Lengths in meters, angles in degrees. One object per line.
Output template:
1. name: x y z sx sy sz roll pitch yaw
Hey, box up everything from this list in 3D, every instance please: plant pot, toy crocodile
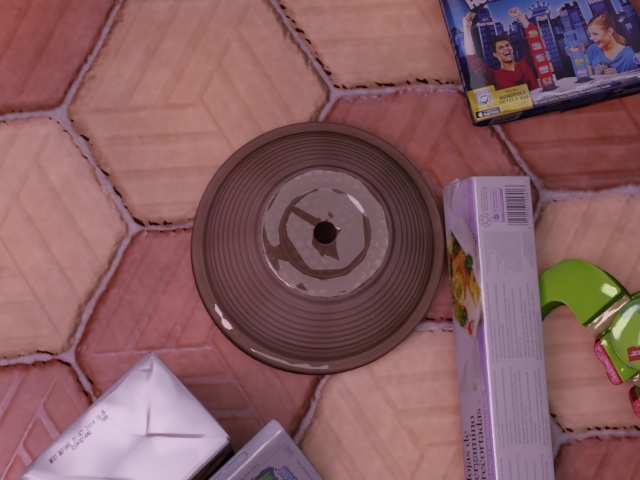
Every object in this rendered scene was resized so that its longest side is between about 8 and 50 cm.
1. plant pot: 0.000 0.000 1.393 0.237 0.110 0.237 1 80 -4
2. toy crocodile: 0.329 0.145 1.393 0.105 0.115 0.340 -43 84 11

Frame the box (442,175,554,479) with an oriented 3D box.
1. box: 0.162 0.102 1.400 0.067 0.063 0.324 -2 83 -23

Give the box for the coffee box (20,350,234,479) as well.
1. coffee box: -0.152 0.185 1.283 0.141 0.246 0.098 -43 84 -8

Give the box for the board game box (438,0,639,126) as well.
1. board game box: 0.210 -0.220 1.466 0.194 0.060 0.194 -13 81 -6

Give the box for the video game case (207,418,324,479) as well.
1. video game case: -0.064 0.238 1.335 0.143 0.157 0.019 -43 57 -9
